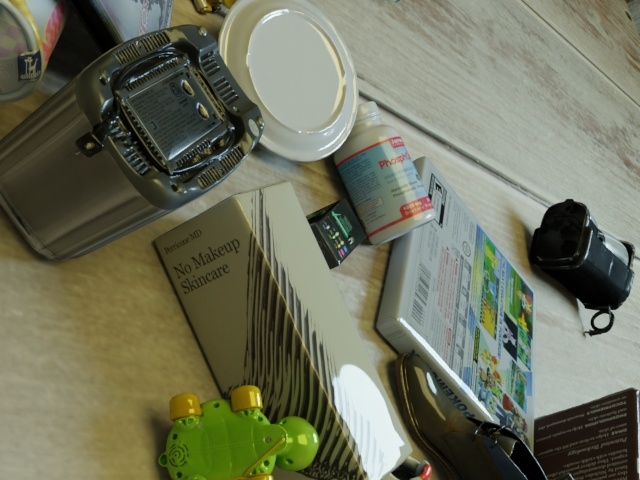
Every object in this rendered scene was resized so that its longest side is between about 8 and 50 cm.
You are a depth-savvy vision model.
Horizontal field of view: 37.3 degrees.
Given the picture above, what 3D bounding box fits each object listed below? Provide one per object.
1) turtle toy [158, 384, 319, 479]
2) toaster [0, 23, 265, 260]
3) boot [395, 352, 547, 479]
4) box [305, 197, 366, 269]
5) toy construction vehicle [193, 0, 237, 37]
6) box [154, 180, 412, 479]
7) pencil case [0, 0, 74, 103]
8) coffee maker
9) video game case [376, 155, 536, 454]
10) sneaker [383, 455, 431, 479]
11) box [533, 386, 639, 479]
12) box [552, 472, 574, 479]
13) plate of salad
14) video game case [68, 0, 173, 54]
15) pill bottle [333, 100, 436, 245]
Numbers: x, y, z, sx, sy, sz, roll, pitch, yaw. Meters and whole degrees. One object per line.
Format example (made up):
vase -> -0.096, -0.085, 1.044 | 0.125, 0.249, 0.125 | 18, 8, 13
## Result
turtle toy -> -0.065, 0.168, 0.760 | 0.066, 0.130, 0.095 | 105, -23, -68
toaster -> -0.157, -0.072, 0.749 | 0.129, 0.146, 0.227 | 56, 32, -11
boot -> 0.170, 0.212, 1.061 | 0.219, 0.106, 0.082 | 63, 31, -2
box -> 0.000, 0.000, 1.007 | 0.052, 0.062, 0.083 | 59, 32, -9
toy construction vehicle -> -0.097, -0.259, 1.078 | 0.098, 0.035, 0.086 | -14, 80, -58
box -> -0.032, 0.095, 0.847 | 0.094, 0.113, 0.275 | -21, 85, -57
pencil case -> -0.242, -0.232, 0.764 | 0.113, 0.124, 0.273 | 11, 45, -4
coffee maker -> 0.438, 0.043, 1.565 | 0.178, 0.120, 0.171 | 29, 46, -42
video game case -> 0.194, 0.089, 1.255 | 0.300, 0.036, 0.329 | 47, 34, -25
sneaker -> 0.083, 0.256, 0.931 | 0.161, 0.075, 0.057 | 58, 32, -8
box -> 0.366, 0.332, 1.204 | 0.168, 0.167, 0.203 | 49, 34, -22
box -> 0.250, 0.378, 0.961 | 0.233, 0.159, 0.044 | 59, 3, 18
plate of salad -> -0.038, -0.184, 1.064 | 0.199, 0.048, 0.200 | 10, 75, -39
video game case -> -0.169, -0.255, 0.800 | 0.274, 0.026, 0.196 | 70, 23, -72
pill bottle -> 0.069, -0.082, 1.144 | 0.087, 0.087, 0.160 | -19, 84, -58
